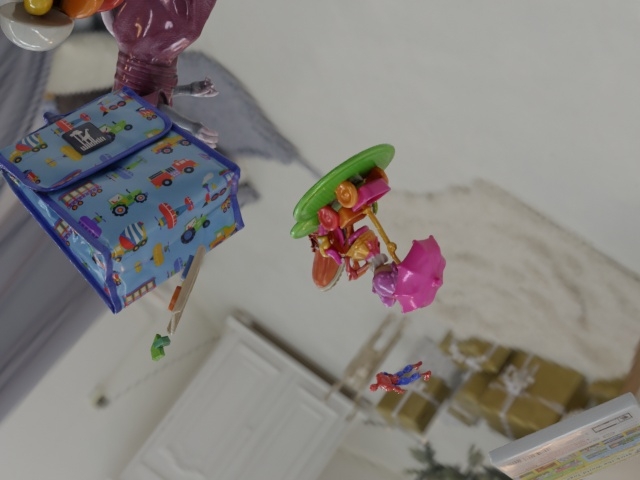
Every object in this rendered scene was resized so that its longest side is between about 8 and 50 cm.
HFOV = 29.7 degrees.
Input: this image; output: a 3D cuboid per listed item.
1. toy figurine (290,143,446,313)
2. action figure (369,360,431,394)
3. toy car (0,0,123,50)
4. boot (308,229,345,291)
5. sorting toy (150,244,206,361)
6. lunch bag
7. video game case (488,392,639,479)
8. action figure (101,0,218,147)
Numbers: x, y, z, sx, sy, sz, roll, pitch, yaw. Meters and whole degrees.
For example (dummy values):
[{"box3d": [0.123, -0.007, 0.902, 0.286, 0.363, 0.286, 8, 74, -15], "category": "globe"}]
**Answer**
[{"box3d": [0.059, 0.011, 1.274, 0.159, 0.130, 0.173, 55, 141, 12], "category": "toy figurine"}, {"box3d": [0.115, 0.208, 1.797, 0.038, 0.115, 0.030, 51, 129, 27], "category": "action figure"}, {"box3d": [-0.259, -0.286, 1.229, 0.182, 0.136, 0.159, -122, 38, -53], "category": "toy car"}, {"box3d": [0.000, 0.000, 1.930, 0.059, 0.158, 0.084, -2, 164, 44], "category": "boot"}, {"box3d": [-0.107, 0.048, 0.895, 0.012, 0.083, 0.062, 22, 156, -4], "category": "sorting toy"}, {"box3d": [-0.281, -0.083, 1.631, 0.293, 0.221, 0.138, 41, 152, 27], "category": "lunch bag"}, {"box3d": [0.388, 0.308, 1.800, 0.206, 0.227, 0.026, 41, -153, -53], "category": "video game case"}, {"box3d": [-0.279, -0.272, 1.891, 0.276, 0.370, 0.248, 15, -173, -14], "category": "action figure"}]
